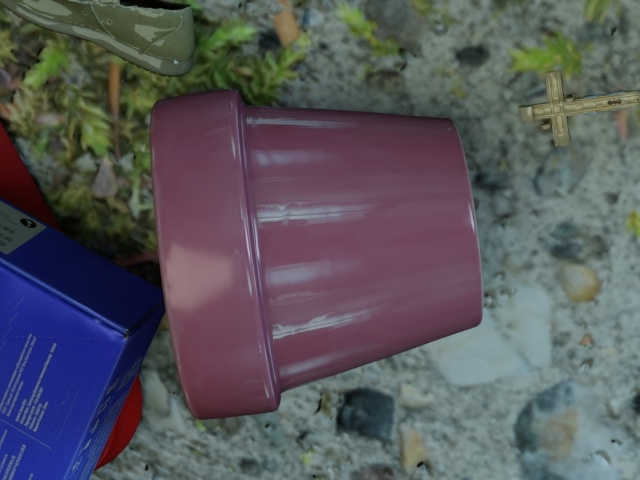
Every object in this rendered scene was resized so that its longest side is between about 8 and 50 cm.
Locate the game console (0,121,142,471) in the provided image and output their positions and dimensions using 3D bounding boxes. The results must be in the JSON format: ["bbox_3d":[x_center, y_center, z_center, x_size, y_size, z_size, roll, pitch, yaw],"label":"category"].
[{"bbox_3d":[-0.341,0.039,1.056,0.342,0.060,0.387,-24,99,24],"label":"game console"}]

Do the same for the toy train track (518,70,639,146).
[{"bbox_3d":[0.164,-0.083,0.899,0.083,0.014,0.048,-7,105,16],"label":"toy train track"}]

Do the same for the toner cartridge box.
[{"bbox_3d":[-0.245,0.147,0.989,0.165,0.075,0.348,30,114,7],"label":"toner cartridge box"}]

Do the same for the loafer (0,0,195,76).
[{"bbox_3d":[-0.145,-0.156,0.939,0.148,0.056,0.050,22,111,-4],"label":"loafer"}]

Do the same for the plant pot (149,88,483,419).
[{"bbox_3d":[0.000,0.000,0.883,0.180,0.201,0.201,-8,105,1],"label":"plant pot"}]
